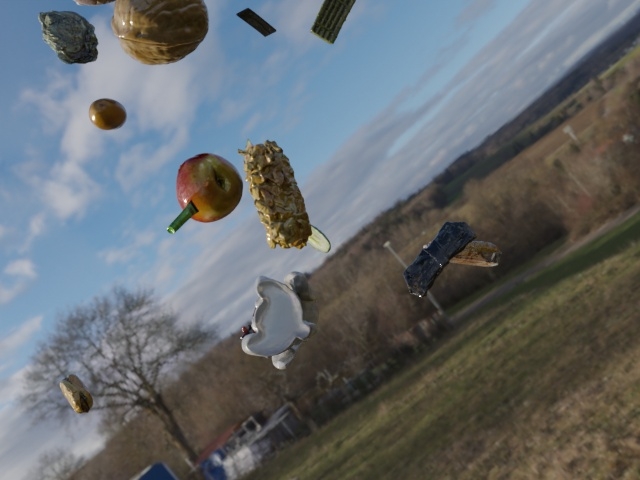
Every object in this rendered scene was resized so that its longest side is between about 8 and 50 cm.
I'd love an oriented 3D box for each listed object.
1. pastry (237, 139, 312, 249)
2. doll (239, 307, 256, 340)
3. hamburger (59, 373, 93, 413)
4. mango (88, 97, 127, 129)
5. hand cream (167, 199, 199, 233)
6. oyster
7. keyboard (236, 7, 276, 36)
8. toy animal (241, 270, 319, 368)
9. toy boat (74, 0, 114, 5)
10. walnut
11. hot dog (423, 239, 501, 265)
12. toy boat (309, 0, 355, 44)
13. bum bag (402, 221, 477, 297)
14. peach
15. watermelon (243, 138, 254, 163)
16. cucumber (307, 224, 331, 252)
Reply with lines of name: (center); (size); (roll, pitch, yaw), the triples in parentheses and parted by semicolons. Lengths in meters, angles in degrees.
pastry: (-0.094, -0.101, 1.480); (0.103, 0.249, 0.154); (-21, -17, 3)
doll: (-0.185, 0.257, 2.246); (0.169, 0.109, 0.057); (-49, 15, -22)
hamburger: (-0.501, 0.316, 1.481); (0.044, 0.083, 0.076); (-32, -26, -33)
mango: (-0.646, -0.382, 2.209); (0.102, 0.084, 0.184); (-38, -9, 1)
hand cream: (-0.338, -0.056, 1.771); (0.023, 0.036, 0.122); (-21, 22, 33)
oyster: (-0.630, -0.512, 1.802); (0.125, 0.177, 0.064); (-20, -17, -23)
keyboard: (-0.207, -0.707, 2.331); (0.053, 0.010, 0.155); (-17, -22, 28)
toy animal: (-0.091, 0.220, 2.032); (0.265, 0.206, 0.271); (23, -102, -78)
toy boat: (-0.737, -0.837, 2.385); (0.227, 0.155, 0.085); (-39, -16, -41)
walnut: (-0.508, -0.693, 2.262); (0.313, 0.252, 0.277); (-33, -1, -35)
hot dog: (0.451, 0.037, 2.266); (0.131, 0.253, 0.069); (125, 150, -75)
toy boat: (0.027, -0.493, 1.573); (0.115, 0.063, 0.016); (-64, 18, -4)
bum bag: (0.315, 0.045, 1.946); (0.248, 0.102, 0.069); (-47, -29, -10)
peach: (-0.309, -0.141, 1.945); (0.190, 0.190, 0.192); (-38, 9, -40)
watermelon: (-0.197, -0.241, 2.415); (0.063, 0.245, 0.119); (-20, -40, -20)
cucumber: (0.000, 0.000, 2.397); (0.035, 0.107, 0.067); (-9, -48, -49)
